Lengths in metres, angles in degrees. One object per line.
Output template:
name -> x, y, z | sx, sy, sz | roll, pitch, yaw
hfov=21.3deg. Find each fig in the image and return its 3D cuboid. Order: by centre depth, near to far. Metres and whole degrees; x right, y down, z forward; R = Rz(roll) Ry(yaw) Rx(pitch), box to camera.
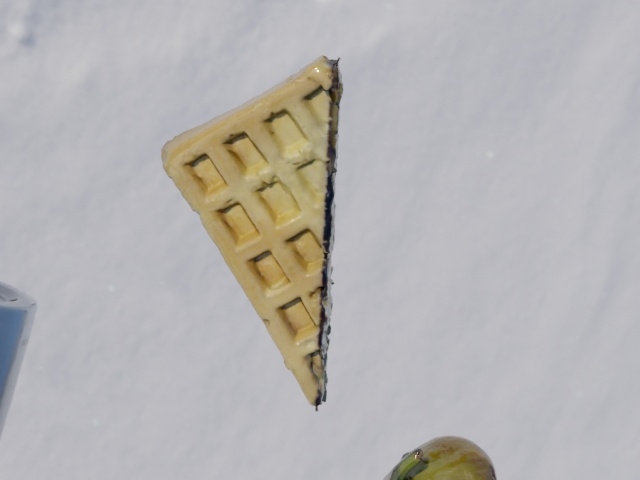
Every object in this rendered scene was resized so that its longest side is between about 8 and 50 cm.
fig -> 0.067, 0.167, 1.094 | 0.084, 0.082, 0.098 | -37, 141, 29

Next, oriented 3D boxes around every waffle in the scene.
waffle -> 0.000, 0.000, 0.789 | 0.153, 0.097, 0.023 | 60, 16, -15

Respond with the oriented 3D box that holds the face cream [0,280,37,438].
face cream -> -0.329, 0.203, 1.277 | 0.145, 0.145, 0.370 | 9, 100, -49
